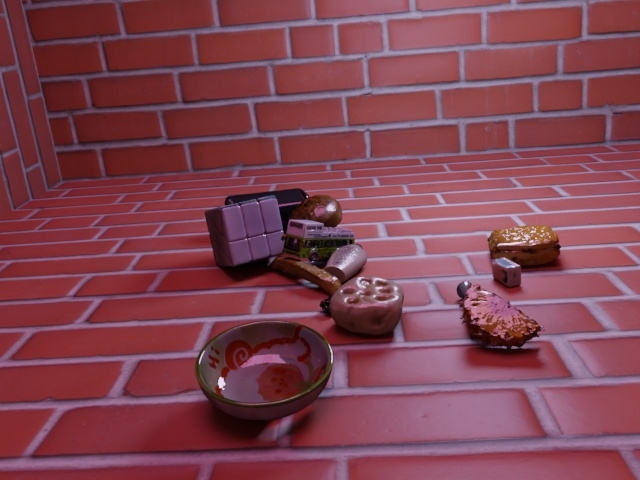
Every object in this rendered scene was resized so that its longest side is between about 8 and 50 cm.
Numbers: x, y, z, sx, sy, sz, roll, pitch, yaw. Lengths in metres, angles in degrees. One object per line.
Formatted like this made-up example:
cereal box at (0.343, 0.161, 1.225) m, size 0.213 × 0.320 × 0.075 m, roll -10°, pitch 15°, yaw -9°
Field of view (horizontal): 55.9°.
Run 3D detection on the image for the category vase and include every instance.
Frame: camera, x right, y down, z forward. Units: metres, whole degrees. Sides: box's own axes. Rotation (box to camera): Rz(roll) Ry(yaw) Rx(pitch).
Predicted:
vase at (0.452, 0.181, 1.774) m, size 0.086 × 0.086 × 0.214 m, roll -5°, pitch 15°, yaw 0°

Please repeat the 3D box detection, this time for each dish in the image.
dish at (-0.129, 0.328, 1.437) m, size 0.324 × 0.124 × 0.324 m, roll -2°, pitch 26°, yaw 1°

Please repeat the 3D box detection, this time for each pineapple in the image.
pineapple at (0.454, 0.222, 1.595) m, size 0.233 × 0.079 × 0.135 m, roll 33°, pitch 65°, yaw 29°

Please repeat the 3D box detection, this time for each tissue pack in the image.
tissue pack at (0.603, 0.101, 1.958) m, size 0.058 × 0.074 × 0.094 m, roll -13°, pitch 18°, yaw -14°

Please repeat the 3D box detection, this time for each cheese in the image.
cheese at (0.144, 0.192, 1.749) m, size 0.235 × 0.117 × 0.218 m, roll -16°, pitch 25°, yaw -23°

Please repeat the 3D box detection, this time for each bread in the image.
bread at (0.717, 0.022, 2.127) m, size 0.235 × 0.099 × 0.210 m, roll -6°, pitch 17°, yaw 12°

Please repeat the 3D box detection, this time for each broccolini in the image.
broccolini at (0.120, 0.195, 1.889) m, size 0.254 × 0.071 × 0.057 m, roll -4°, pitch -23°, yaw -18°

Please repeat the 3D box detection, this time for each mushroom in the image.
mushroom at (-0.032, -0.076, 2.405) m, size 0.253 × 0.153 × 0.253 m, roll -38°, pitch 22°, yaw 18°

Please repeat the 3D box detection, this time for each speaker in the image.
speaker at (-0.201, -0.104, 2.571) m, size 0.388 × 0.180 × 0.184 m, roll -9°, pitch 25°, yaw -12°

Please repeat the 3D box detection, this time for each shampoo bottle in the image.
shampoo bottle at (0.093, 0.073, 2.144) m, size 0.127 × 0.078 × 0.257 m, roll 9°, pitch 25°, yaw 21°

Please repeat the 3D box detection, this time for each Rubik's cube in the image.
Rubik's cube at (-0.278, -0.033, 2.242) m, size 0.224 × 0.221 × 0.231 m, roll -14°, pitch 5°, yaw -25°

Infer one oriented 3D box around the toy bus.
toy bus at (0.000, 0.000, 2.214) m, size 0.113 × 0.139 × 0.301 m, roll 15°, pitch 10°, yaw 41°

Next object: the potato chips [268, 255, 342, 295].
potato chips at (-0.070, 0.106, 2.099) m, size 0.057 × 0.080 × 0.407 m, roll -30°, pitch 30°, yaw -31°
